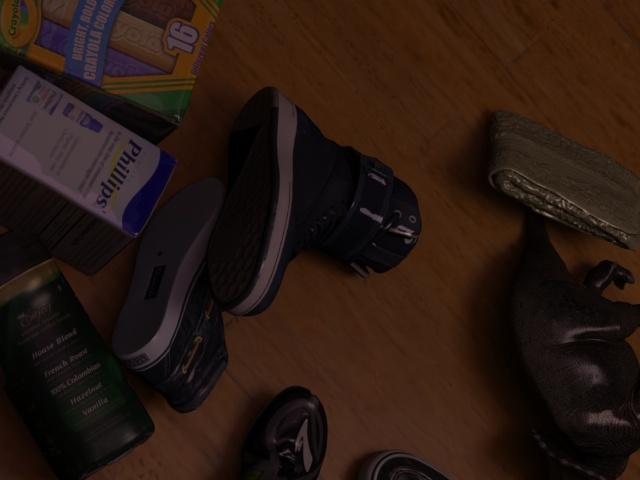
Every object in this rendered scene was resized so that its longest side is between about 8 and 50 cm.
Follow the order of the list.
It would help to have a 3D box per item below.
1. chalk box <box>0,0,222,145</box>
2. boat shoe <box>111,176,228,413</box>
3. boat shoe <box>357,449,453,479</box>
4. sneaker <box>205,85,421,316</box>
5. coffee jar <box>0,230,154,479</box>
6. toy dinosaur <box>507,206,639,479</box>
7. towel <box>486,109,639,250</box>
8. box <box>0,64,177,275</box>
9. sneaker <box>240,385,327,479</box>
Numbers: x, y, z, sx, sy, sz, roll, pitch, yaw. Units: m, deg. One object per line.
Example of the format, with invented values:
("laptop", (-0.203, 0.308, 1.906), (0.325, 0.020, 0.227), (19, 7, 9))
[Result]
("chalk box", (-0.199, -0.167, 1.302), (0.213, 0.132, 0.132), (24, 70, -16))
("boat shoe", (-0.101, 0.042, 1.334), (0.083, 0.065, 0.183), (53, 43, -37))
("boat shoe", (0.121, 0.246, 1.360), (0.219, 0.070, 0.078), (46, 66, -6))
("sneaker", (0.001, -0.001, 1.325), (0.163, 0.086, 0.226), (36, 38, -24))
("coffee jar", (-0.200, 0.083, 1.261), (0.079, 0.096, 0.184), (-32, 91, -19))
("toy dinosaur", (0.217, 0.092, 1.409), (0.160, 0.121, 0.313), (-10, 85, -36))
("towel", (0.208, -0.053, 1.463), (0.148, 0.027, 0.110), (24, 36, -11))
("box", (-0.194, -0.049, 1.278), (0.137, 0.126, 0.072), (32, 67, -12))
("sneaker", (-0.038, 0.198, 1.306), (0.067, 0.078, 0.188), (30, 68, -12))
